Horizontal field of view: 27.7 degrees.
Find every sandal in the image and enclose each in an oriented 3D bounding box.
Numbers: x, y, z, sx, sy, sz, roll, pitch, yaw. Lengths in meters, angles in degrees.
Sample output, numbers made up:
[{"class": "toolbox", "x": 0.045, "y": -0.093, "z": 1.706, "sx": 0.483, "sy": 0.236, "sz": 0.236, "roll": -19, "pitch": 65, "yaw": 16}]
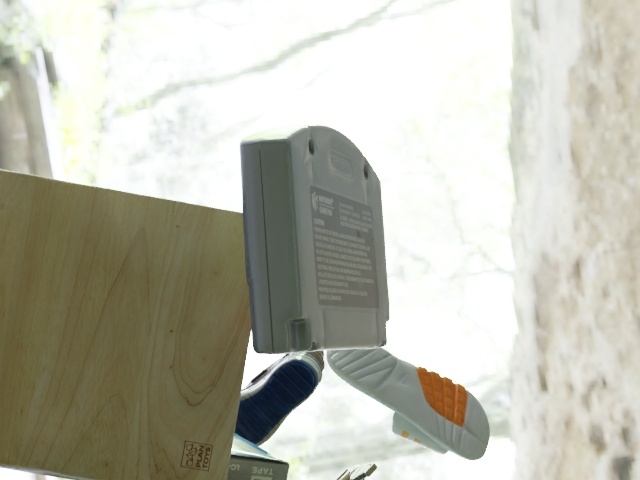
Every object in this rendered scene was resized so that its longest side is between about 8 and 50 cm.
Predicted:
[{"class": "sandal", "x": 0.116, "y": 0.222, "z": 1.809, "sx": 0.076, "sy": 0.265, "sz": 0.102, "roll": -53, "pitch": -174, "yaw": 49}]

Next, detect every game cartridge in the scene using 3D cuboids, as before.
[{"class": "game cartridge", "x": 0.000, "y": 0.000, "z": 1.132, "sx": 0.294, "sy": 0.060, "sz": 0.196, "roll": 14, "pitch": 75, "yaw": -73}]

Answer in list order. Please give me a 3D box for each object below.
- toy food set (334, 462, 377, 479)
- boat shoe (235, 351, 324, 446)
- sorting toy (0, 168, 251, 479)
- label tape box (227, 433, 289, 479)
[{"class": "toy food set", "x": 0.030, "y": 0.297, "z": 1.533, "sx": 0.019, "sy": 0.078, "sz": 0.122, "roll": 47, "pitch": -15, "yaw": -1}, {"class": "boat shoe", "x": -0.056, "y": 0.182, "z": 1.499, "sx": 0.066, "sy": 0.183, "sz": 0.066, "roll": 50, "pitch": 31, "yaw": -5}, {"class": "sorting toy", "x": -0.193, "y": 0.089, "z": 1.142, "sx": 0.089, "sy": 0.255, "sz": 0.257, "roll": 110, "pitch": -10, "yaw": -67}, {"class": "label tape box", "x": -0.143, "y": 0.360, "z": 1.311, "sx": 0.241, "sy": 0.106, "sz": 0.333, "roll": -175, "pitch": -85, "yaw": -69}]
